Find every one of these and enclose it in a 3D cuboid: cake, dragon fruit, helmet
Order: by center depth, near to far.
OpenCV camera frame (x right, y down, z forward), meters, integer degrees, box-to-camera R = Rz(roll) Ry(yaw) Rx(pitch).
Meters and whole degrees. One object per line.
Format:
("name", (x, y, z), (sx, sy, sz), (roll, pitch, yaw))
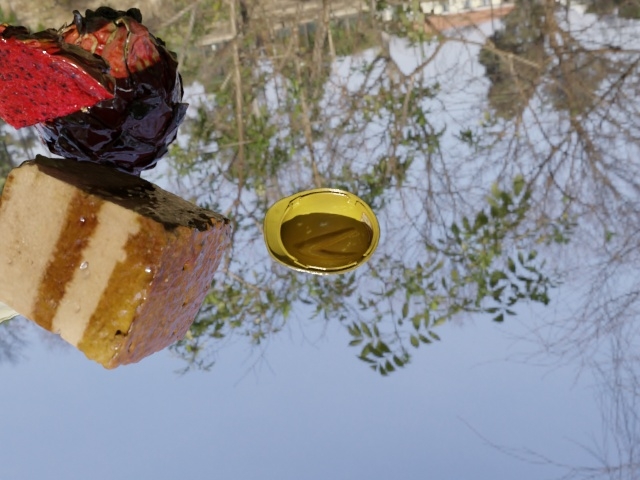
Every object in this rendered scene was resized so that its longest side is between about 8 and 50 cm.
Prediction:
("dragon fruit", (-0.290, -0.188, 0.691), (0.162, 0.106, 0.083), (-4, -126, 33))
("cake", (-0.288, 0.001, 0.842), (0.293, 0.199, 0.196), (28, -164, 13))
("dragon fruit", (-0.318, -0.223, 1.013), (0.244, 0.299, 0.244), (18, -133, -20))
("helmet", (0.000, 0.000, 1.496), (0.256, 0.205, 0.140), (-4, 159, -5))

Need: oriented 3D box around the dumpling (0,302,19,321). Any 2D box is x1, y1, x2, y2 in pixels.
("dumpling", (-0.718, 0.083, 1.478), (0.395, 0.316, 0.233), (-19, -131, -42))
